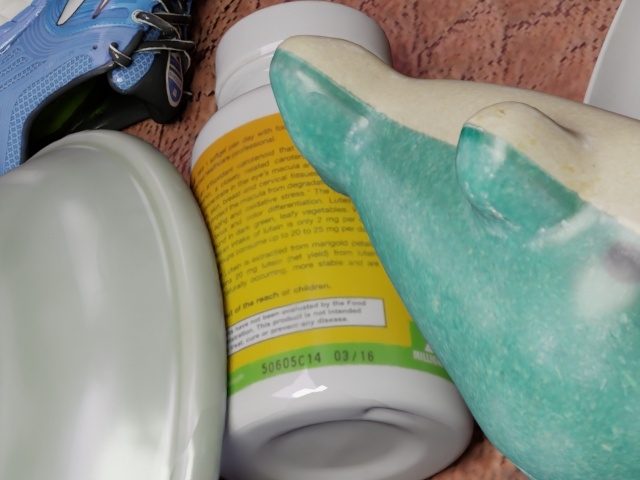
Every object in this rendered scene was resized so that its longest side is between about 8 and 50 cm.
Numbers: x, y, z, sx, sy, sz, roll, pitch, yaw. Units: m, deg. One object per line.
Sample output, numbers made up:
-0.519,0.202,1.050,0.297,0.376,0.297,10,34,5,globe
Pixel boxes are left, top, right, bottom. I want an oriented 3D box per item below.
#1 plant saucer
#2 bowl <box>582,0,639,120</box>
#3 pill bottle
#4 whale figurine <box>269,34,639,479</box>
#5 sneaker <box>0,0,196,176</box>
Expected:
-0.197,0.122,0.878,0.400,0.100,0.401,-28,53,47,plant saucer
0.212,-0.083,0.799,0.142,0.053,0.142,15,78,40,bowl
0.000,0.000,0.855,0.136,0.136,0.246,-22,57,26,pill bottle
0.082,0.013,0.688,0.272,0.216,0.141,31,83,23,whale figurine
-0.115,-0.152,1.045,0.147,0.129,0.330,44,100,27,sneaker
